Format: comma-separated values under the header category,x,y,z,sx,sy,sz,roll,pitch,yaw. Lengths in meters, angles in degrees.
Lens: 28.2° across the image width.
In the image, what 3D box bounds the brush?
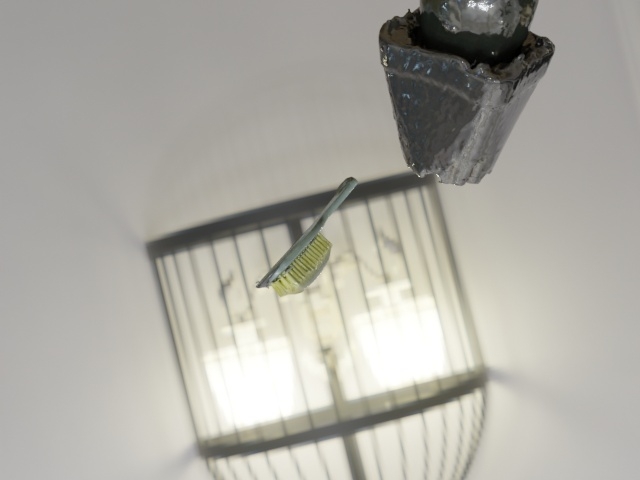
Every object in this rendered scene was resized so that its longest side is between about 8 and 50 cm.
category,x,y,z,sx,sy,sz,roll,pitch,yaw
brush,0.000,0.000,1.853,0.068,0.060,0.297,-41,-173,42

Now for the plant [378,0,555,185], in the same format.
category,x,y,z,sx,sy,sz,roll,pitch,yaw
plant,0.152,-0.187,1.350,0.164,0.256,0.142,22,-148,28
